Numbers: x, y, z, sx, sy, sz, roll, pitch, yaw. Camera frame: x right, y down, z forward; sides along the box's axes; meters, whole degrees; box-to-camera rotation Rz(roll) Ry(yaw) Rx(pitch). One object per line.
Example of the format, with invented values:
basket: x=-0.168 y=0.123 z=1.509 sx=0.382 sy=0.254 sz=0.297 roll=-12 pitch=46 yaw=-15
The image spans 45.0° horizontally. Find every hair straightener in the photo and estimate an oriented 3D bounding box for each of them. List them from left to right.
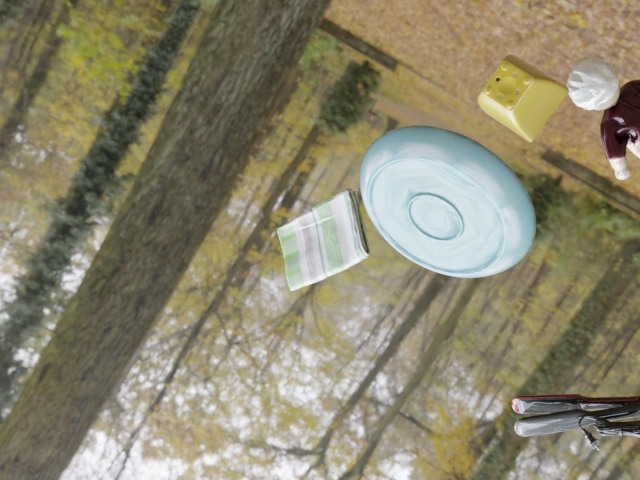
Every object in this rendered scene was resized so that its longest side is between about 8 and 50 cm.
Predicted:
hair straightener: x=0.386 y=0.258 z=1.072 sx=0.231 sy=0.047 sz=0.089 roll=-2 pitch=-138 yaw=12

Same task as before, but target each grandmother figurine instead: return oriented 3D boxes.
grandmother figurine: x=0.581 y=-0.208 z=1.422 sx=0.342 sy=0.207 sz=0.104 roll=35 pitch=159 yaw=-22

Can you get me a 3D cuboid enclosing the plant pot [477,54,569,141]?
plant pot: x=0.243 y=-0.182 z=0.958 sx=0.081 sy=0.081 sz=0.083 roll=41 pitch=-163 yaw=26

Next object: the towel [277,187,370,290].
towel: x=0.000 y=0.000 z=1.147 sx=0.023 sy=0.152 sz=0.113 roll=16 pitch=-125 yaw=-49

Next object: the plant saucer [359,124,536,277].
plant saucer: x=0.198 y=-0.048 z=1.289 sx=0.318 sy=0.043 sz=0.317 roll=23 pitch=142 yaw=19
